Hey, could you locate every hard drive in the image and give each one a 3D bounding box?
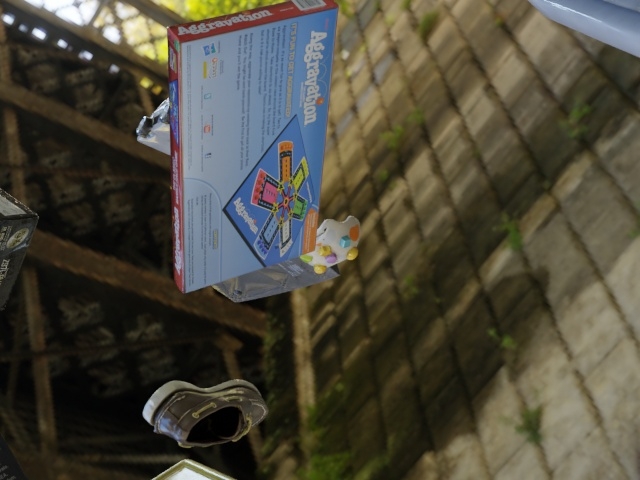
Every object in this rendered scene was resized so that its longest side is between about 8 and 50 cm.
[{"bbox_3d":[-0.107,0.047,2.140,0.172,0.255,0.054,39,-136,-47],"label":"hard drive"}]

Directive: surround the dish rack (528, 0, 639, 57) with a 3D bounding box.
[{"bbox_3d":[0.097,-0.255,0.579,0.333,0.072,0.285,52,-176,-21],"label":"dish rack"}]

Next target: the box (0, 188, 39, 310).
[{"bbox_3d":[-0.477,-0.010,1.425,0.180,0.147,0.077,31,-162,20],"label":"box"}]

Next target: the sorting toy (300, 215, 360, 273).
[{"bbox_3d":[0.000,0.000,1.234,0.075,0.083,0.045,39,-151,-60],"label":"sorting toy"}]

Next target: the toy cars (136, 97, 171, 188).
[{"bbox_3d":[-0.206,-0.164,1.870,0.176,0.087,0.393,10,161,12],"label":"toy cars"}]

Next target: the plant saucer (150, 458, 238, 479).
[{"bbox_3d":[-0.280,0.509,1.976,0.333,0.333,0.081,1,117,59],"label":"plant saucer"}]

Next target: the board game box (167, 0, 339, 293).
[{"bbox_3d":[-0.062,-0.078,0.967,0.145,0.281,0.027,-17,-132,-23],"label":"board game box"}]

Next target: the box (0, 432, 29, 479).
[{"bbox_3d":[-0.536,0.413,1.447,0.395,0.293,0.212,59,-147,0],"label":"box"}]

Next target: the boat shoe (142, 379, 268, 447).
[{"bbox_3d":[-0.182,0.315,1.941,0.097,0.116,0.324,38,-171,28],"label":"boat shoe"}]
